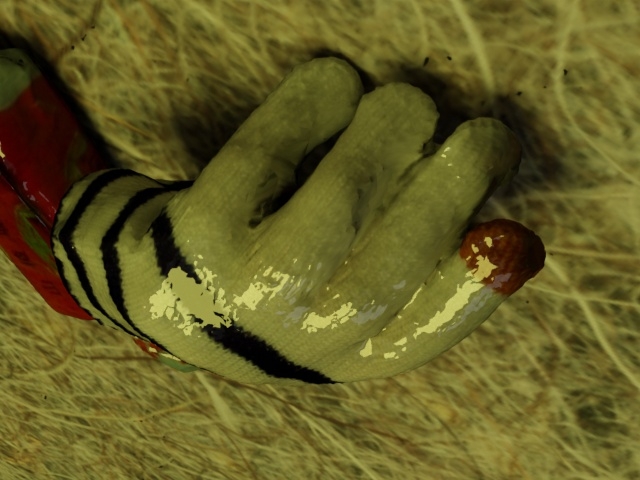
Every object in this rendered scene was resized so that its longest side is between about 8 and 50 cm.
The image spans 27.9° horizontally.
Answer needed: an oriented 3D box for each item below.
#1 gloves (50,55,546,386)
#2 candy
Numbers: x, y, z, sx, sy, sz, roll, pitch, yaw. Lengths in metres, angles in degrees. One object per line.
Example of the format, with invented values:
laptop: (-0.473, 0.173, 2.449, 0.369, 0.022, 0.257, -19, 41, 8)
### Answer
gloves: (-0.009, 0.009, 0.569, 0.218, 0.131, 0.140, 11, 146, 42)
candy: (-0.148, -0.025, 0.687, 0.086, 0.059, 0.292, 2, 138, 40)
